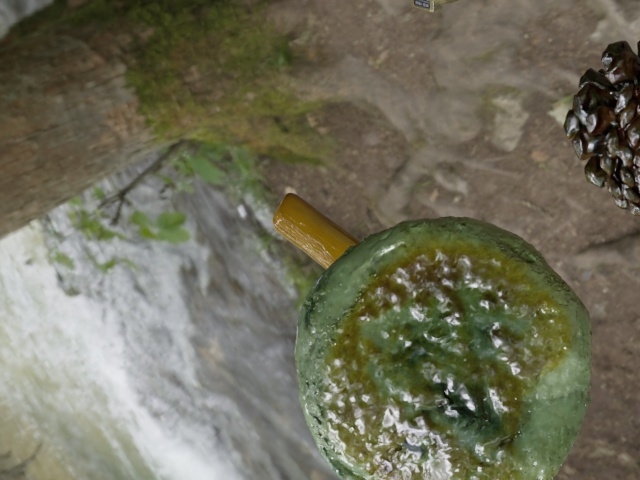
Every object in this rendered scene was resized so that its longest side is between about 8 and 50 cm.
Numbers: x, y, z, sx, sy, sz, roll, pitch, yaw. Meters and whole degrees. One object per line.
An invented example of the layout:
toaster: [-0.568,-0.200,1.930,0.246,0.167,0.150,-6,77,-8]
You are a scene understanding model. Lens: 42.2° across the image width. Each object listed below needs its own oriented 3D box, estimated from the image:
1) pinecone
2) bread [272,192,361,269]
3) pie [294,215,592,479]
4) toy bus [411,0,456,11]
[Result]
pinecone: [0.720,-0.265,1.777,0.397,0.397,0.398,26,131,34]
bread: [0.000,0.000,1.638,0.239,0.074,0.093,36,142,21]
pie: [0.074,0.078,0.496,0.187,0.186,0.041,61,-177,-3]
toy bus: [0.296,-0.576,1.683,0.139,0.289,0.157,32,137,45]
